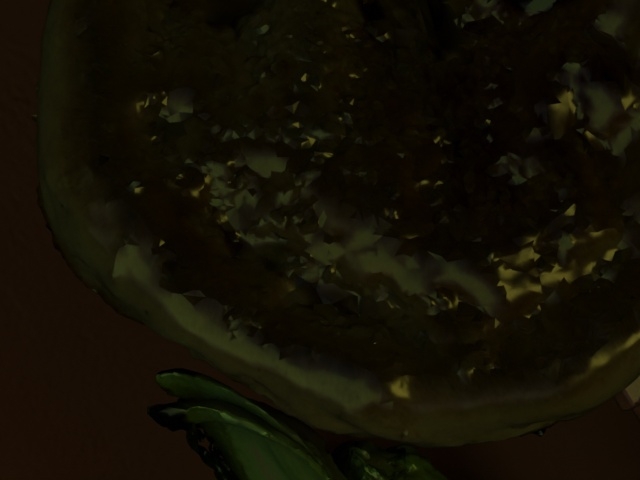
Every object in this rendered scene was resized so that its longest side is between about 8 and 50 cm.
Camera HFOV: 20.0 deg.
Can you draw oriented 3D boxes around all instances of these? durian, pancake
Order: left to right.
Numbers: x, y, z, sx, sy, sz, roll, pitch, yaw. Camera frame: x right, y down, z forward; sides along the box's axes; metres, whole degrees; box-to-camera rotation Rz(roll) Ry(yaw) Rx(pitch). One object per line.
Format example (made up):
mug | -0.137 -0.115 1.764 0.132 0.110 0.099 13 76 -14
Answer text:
durian | 0.035 0.184 1.030 0.132 0.106 0.375 -21 123 32
pancake | 0.031 -0.073 0.876 0.356 0.065 0.356 -1 76 4

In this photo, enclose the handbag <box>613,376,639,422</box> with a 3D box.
handbag | 0.214 0.041 0.936 0.157 0.059 0.212 -28 95 28
